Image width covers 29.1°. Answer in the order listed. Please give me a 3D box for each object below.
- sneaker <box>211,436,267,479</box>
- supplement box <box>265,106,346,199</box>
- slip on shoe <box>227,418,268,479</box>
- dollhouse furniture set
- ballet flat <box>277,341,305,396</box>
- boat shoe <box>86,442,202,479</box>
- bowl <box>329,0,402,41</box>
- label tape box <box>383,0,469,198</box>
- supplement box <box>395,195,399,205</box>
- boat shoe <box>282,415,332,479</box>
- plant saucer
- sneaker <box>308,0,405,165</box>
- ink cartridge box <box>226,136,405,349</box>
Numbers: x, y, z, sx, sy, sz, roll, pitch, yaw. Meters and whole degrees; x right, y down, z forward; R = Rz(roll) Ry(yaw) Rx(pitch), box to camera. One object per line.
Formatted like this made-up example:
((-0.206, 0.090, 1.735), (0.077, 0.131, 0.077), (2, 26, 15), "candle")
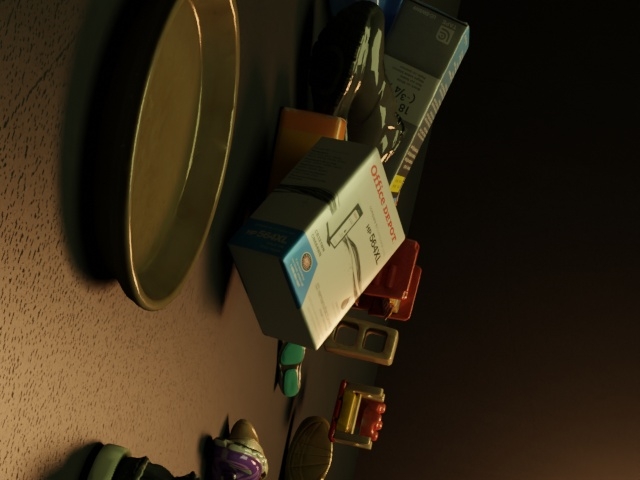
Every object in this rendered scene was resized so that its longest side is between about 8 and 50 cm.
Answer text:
((-0.107, 0.300, 1.497), (0.170, 0.068, 0.071), (92, 18, -50), "sneaker")
((-0.027, -0.043, 1.528), (0.080, 0.078, 0.234), (-2, 104, -83), "supplement box")
((-0.097, 0.275, 1.599), (0.135, 0.051, 0.041), (76, 14, -58), "slip on shoe")
((0.062, 0.176, 2.165), (0.201, 0.152, 0.374), (72, 32, -73), "dollhouse furniture set")
((-0.047, 0.181, 1.851), (0.041, 0.041, 0.114), (-66, 165, -57), "ballet flat")
((-0.132, 0.280, 1.131), (0.340, 0.113, 0.127), (88, 15, -57), "boat shoe")
((0.087, -0.476, 1.719), (0.391, 0.077, 0.391), (12, 90, -82), "bowl")
((0.104, -0.170, 1.813), (0.334, 0.105, 0.240), (-65, 175, 4), "label tape box")
((0.108, -0.102, 2.318), (0.055, 0.083, 0.043), (79, 24, -69), "supplement box")
((-0.032, 0.411, 2.128), (0.073, 0.080, 0.224), (-177, -85, -75), "boat shoe")
((-0.121, -0.082, 0.983), (0.278, 0.041, 0.278), (12, 90, -82), "plant saucer")
((0.052, -0.178, 1.622), (0.109, 0.130, 0.286), (-127, -139, -49), "sneaker")
((0.000, 0.000, 1.420), (0.203, 0.085, 0.148), (-50, 137, -32), "ink cartridge box")
